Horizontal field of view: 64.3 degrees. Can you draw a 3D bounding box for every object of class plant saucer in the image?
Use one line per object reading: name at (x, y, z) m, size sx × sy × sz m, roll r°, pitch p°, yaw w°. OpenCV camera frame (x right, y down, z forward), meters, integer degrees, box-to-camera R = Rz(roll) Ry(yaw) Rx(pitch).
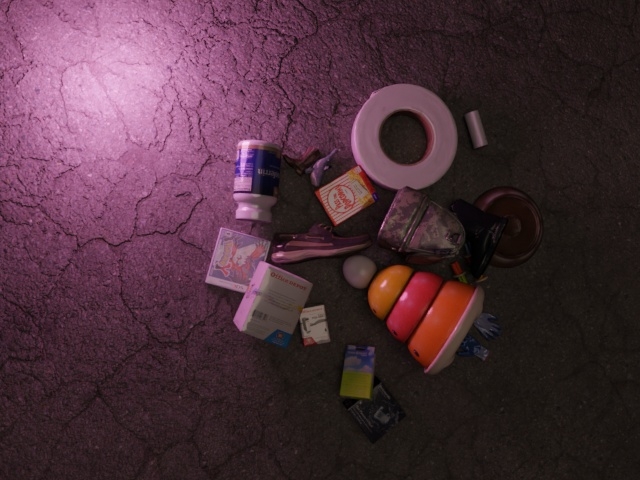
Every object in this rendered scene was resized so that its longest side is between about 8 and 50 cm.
plant saucer at (0.702, -0.051, 1.907) m, size 0.310 × 0.050 × 0.311 m, roll 0°, pitch 88°, yaw -7°

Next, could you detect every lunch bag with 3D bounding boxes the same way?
lunch bag at (0.341, -0.027, 1.708) m, size 0.255 × 0.305 × 0.213 m, roll 24°, pitch 86°, yaw 9°

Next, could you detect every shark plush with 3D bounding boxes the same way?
shark plush at (0.016, -0.255, 1.811) m, size 0.161 × 0.067 × 0.073 m, roll -46°, pitch 127°, yaw -23°

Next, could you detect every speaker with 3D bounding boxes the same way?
speaker at (0.579, -0.412, 1.895) m, size 0.055 × 0.055 × 0.136 m, roll -17°, pitch 91°, yaw -8°

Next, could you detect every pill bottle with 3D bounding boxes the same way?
pill bottle at (-0.217, -0.197, 1.735) m, size 0.153 × 0.153 × 0.265 m, roll 5°, pitch 89°, yaw -7°

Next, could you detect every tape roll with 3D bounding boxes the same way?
tape roll at (0.303, -0.370, 1.849) m, size 0.391 × 0.072 × 0.393 m, roll 0°, pitch 88°, yaw -7°

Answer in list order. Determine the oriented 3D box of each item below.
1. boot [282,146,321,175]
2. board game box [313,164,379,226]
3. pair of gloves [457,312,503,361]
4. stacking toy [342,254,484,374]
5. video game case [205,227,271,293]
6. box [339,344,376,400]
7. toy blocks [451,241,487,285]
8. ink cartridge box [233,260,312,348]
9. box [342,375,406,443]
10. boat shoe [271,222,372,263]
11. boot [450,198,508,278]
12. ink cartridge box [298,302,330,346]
boot at (-0.065, -0.304, 1.815) m, size 0.114 × 0.037 × 0.106 m, roll -47°, pitch 108°, yaw -3°
board game box at (0.093, -0.160, 1.829) m, size 0.193 × 0.045 × 0.147 m, roll -32°, pitch 93°, yaw -7°
pair of gloves at (0.582, 0.353, 1.894) m, size 0.159 × 0.023 × 0.198 m, roll 33°, pitch 84°, yaw -4°
stacking toy at (0.285, 0.201, 1.764) m, size 0.479 × 0.350 × 0.351 m, roll 31°, pitch 85°, yaw 14°
video game case at (-0.287, 0.075, 1.784) m, size 0.183 × 0.023 × 0.202 m, roll 16°, pitch 86°, yaw -7°
box at (0.133, 0.460, 1.776) m, size 0.108 × 0.042 × 0.179 m, roll 1°, pitch 61°, yaw 17°
toy blocks at (0.535, 0.091, 1.877) m, size 0.123 × 0.054 × 0.148 m, roll -23°, pitch 91°, yaw -7°
ink cartridge box at (-0.162, 0.210, 1.713) m, size 0.171 × 0.168 × 0.233 m, roll 25°, pitch 85°, yaw -17°
box at (0.189, 0.596, 1.801) m, size 0.158 × 0.093 × 0.156 m, roll -37°, pitch 93°, yaw -8°
boat shoe at (0.000, 0.000, 1.757) m, size 0.354 × 0.132 × 0.131 m, roll -8°, pitch 83°, yaw 0°
boot at (0.530, -0.009, 1.831) m, size 0.207 × 0.094 × 0.247 m, roll 24°, pitch 90°, yaw 24°
ink cartridge box at (-0.026, 0.296, 1.797) m, size 0.099 × 0.056 × 0.136 m, roll -10°, pitch 91°, yaw -7°
